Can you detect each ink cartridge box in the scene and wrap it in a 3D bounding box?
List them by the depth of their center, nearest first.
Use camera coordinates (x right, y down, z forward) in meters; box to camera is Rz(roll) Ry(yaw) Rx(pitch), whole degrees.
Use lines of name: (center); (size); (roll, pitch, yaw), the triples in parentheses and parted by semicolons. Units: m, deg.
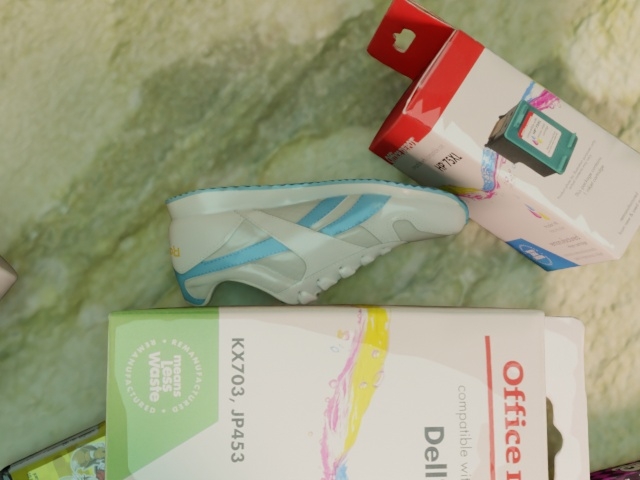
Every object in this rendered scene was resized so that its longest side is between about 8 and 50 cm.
ink cartridge box: (0.038, 0.147, 0.592); (0.353, 0.119, 0.207); (0, 84, -7)
ink cartridge box: (0.123, -0.074, 0.658); (0.231, 0.134, 0.078); (34, 81, -2)

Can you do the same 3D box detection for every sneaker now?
sneaker: (0.000, 0.000, 0.664); (0.228, 0.087, 0.092); (-5, 91, -1)

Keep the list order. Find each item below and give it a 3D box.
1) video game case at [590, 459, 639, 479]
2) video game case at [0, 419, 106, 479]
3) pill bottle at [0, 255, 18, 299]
video game case: (0.285, 0.279, 0.688); (0.232, 0.042, 0.210); (-11, 86, -9)
video game case: (-0.068, 0.243, 0.648); (0.248, 0.035, 0.275); (-23, 88, -10)
pill bottle: (-0.346, 0.098, 0.558); (0.169, 0.169, 0.301); (41, 80, -2)
